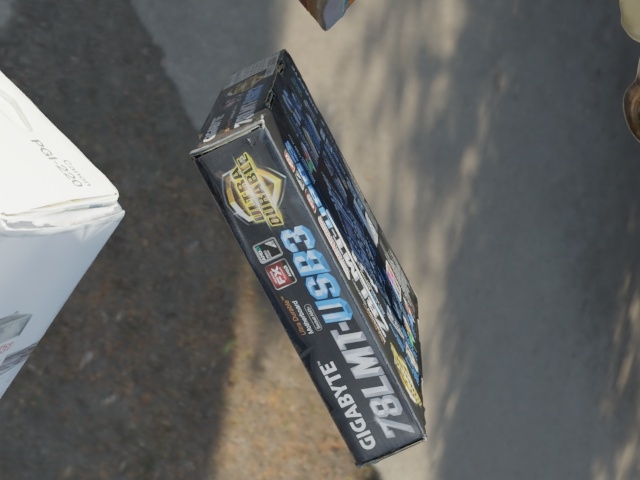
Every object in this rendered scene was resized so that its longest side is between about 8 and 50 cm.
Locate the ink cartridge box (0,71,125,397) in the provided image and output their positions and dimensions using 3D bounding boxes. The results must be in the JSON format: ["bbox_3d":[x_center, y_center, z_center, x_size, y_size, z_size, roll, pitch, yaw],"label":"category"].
[{"bbox_3d":[-0.217,0.017,0.575,0.218,0.158,0.092,-52,165,21],"label":"ink cartridge box"}]

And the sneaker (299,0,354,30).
[{"bbox_3d":[0.020,-0.246,0.950,0.121,0.302,0.108,-39,99,0],"label":"sneaker"}]

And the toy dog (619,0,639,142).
[{"bbox_3d":[0.433,-0.297,1.387,0.284,0.395,0.408,-18,104,-15],"label":"toy dog"}]

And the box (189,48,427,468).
[{"bbox_3d":[0.000,0.000,1.048,0.296,0.073,0.293,62,13,-17],"label":"box"}]
